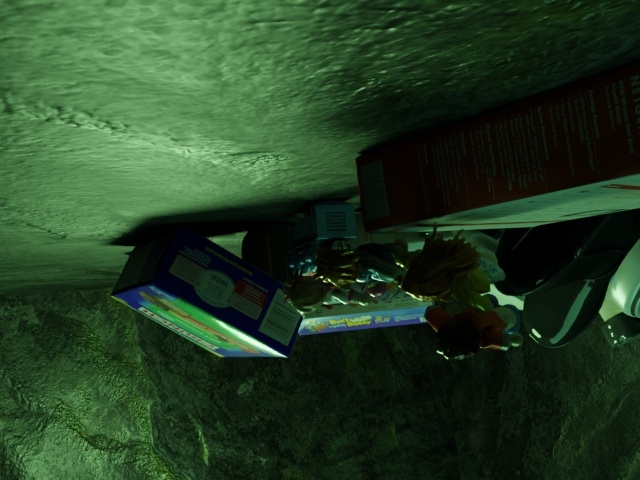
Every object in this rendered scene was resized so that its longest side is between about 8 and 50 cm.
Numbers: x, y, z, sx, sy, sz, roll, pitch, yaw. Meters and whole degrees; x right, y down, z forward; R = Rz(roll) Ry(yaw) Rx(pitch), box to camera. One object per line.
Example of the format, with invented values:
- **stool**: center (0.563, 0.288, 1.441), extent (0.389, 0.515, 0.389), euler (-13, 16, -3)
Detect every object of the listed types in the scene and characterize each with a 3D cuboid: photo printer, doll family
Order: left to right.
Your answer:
- **doll family**: center (0.077, 0.032, 0.669), extent (0.263, 0.118, 0.163), euler (12, -169, 32)
- **photo printer**: center (0.339, 0.052, 1.507), extent (0.307, 0.107, 0.256), euler (26, 172, -27)

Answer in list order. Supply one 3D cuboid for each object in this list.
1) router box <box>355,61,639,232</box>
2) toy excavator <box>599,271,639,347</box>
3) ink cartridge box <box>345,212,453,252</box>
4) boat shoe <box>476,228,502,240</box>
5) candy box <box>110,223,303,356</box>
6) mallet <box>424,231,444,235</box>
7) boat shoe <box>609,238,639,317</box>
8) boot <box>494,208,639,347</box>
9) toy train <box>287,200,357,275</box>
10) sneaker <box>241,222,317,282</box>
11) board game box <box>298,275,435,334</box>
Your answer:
- **router box**: center (0.260, -0.073, 0.683), extent (0.335, 0.082, 0.301), euler (-3, 174, -42)
- **toy excavator**: center (0.820, 0.016, 1.392), extent (0.432, 0.222, 0.445), euler (-7, 154, -32)
- **ink cartridge box**: center (0.123, 0.001, 1.161), extent (0.198, 0.067, 0.115), euler (-7, -147, 3)
- **boat shoe**: center (0.401, -0.021, 1.615), extent (0.183, 0.065, 0.083), euler (0, 176, -39)
- **candy box**: center (-0.212, 0.105, 1.215), extent (0.268, 0.122, 0.317), euler (32, 159, -21)
- **mallet**: center (0.200, -0.048, 1.017), extent (0.039, 0.062, 0.189), euler (-8, 175, -16)
- **boat shoe**: center (0.349, -0.016, 0.508), extent (0.108, 0.102, 0.301), euler (-7, 143, -37)
- **boot**: center (0.421, 0.062, 1.181), extent (0.146, 0.367, 0.445), euler (33, -160, 26)
- **toy train**: center (0.000, 0.000, 1.050), extent (0.080, 0.105, 0.184), euler (0, 173, -18)
- **sneaker**: center (-0.093, 0.034, 1.291), extent (0.136, 0.116, 0.314), euler (-5, 175, 21)
- **board game box**: center (0.109, 0.104, 1.688), extent (0.347, 0.233, 0.078), euler (-8, 141, 14)
